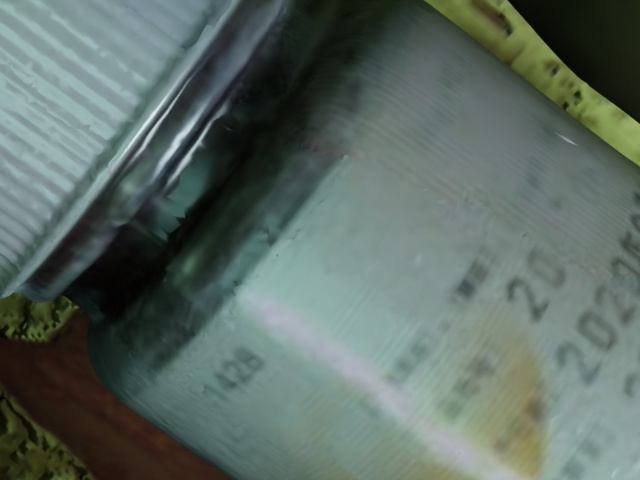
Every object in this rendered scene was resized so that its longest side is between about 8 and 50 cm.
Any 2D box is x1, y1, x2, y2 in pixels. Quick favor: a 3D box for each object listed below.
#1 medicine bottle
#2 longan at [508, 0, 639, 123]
[{"bbox_3d":[0.000,0.000,0.620,0.273,0.165,0.165,35,119,-10],"label":"medicine bottle"},{"bbox_3d":[0.154,-0.152,0.449,0.297,0.297,0.297,4,119,8],"label":"longan"}]
